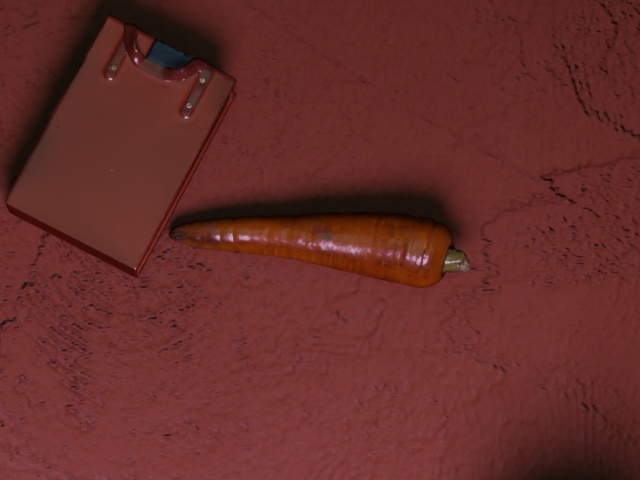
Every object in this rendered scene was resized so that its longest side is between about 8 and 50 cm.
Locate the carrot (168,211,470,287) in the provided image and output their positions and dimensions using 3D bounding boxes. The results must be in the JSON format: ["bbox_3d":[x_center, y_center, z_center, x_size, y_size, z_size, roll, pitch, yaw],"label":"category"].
[{"bbox_3d":[0.000,0.000,1.595,0.257,0.061,0.061,7,77,5],"label":"carrot"}]

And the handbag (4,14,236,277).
[{"bbox_3d":[-0.166,-0.081,1.589,0.127,0.063,0.190,26,80,1],"label":"handbag"}]
